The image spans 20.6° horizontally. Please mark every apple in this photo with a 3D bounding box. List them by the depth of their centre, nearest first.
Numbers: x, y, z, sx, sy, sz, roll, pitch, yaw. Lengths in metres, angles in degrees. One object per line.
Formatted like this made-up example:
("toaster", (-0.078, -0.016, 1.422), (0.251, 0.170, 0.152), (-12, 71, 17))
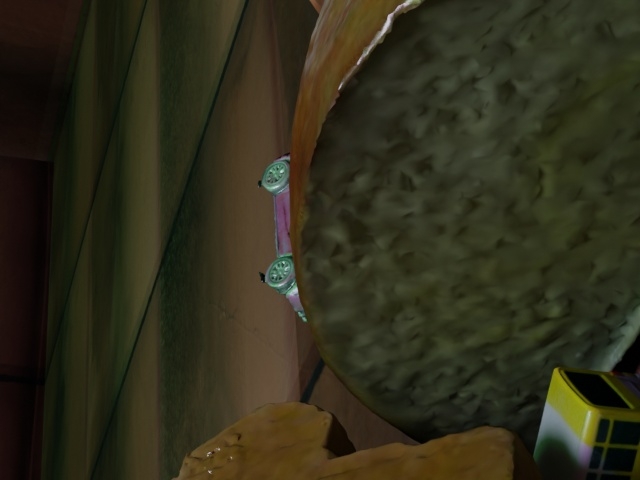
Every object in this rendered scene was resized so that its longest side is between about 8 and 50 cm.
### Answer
("apple", (0.091, -0.065, 0.669), (0.179, 0.254, 0.346), (44, 141, 19))

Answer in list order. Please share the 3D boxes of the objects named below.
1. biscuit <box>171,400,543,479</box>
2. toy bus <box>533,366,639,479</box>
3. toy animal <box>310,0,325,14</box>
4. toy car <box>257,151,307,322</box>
("biscuit", (-0.039, 0.180, 0.607), (0.051, 0.269, 0.376), (58, -159, -24))
("toy bus", (0.105, 0.103, 0.664), (0.052, 0.058, 0.102), (-122, 41, -69))
("toy animal", (0.026, -0.246, 0.890), (0.216, 0.191, 0.338), (61, -174, -17))
("toy car", (0.000, 0.000, 1.127), (0.055, 0.069, 0.142), (-26, 45, 22))
